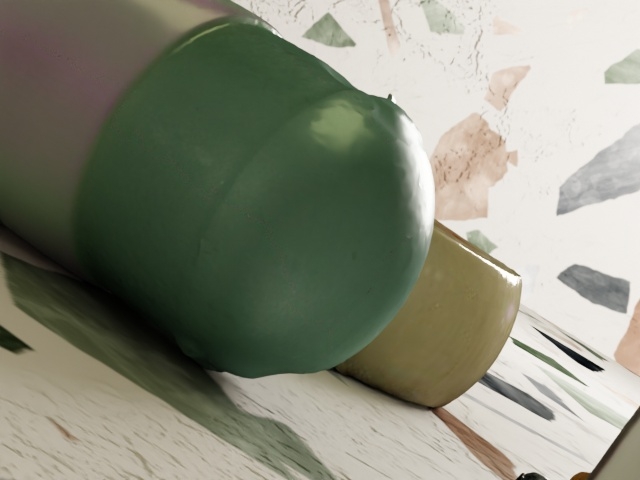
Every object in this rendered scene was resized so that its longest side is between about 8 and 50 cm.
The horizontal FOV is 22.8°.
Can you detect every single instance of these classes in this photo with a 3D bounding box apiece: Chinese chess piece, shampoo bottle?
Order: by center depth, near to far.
[{"bbox_3d":[-0.100,-0.063,0.761,0.349,0.151,0.222,35,4,27],"label":"shampoo bottle"},{"bbox_3d":[0.000,0.000,1.008,0.273,0.102,0.273,30,5,-3],"label":"Chinese chess piece"}]

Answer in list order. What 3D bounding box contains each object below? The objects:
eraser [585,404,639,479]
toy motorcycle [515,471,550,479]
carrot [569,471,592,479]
[{"bbox_3d":[0.195,0.150,0.715,0.225,0.095,0.052,28,10,-40],"label":"eraser"},{"bbox_3d":[0.143,0.148,0.334,0.239,0.108,0.204,27,7,-40],"label":"toy motorcycle"},{"bbox_3d":[0.212,0.179,0.880,0.191,0.047,0.047,27,2,33],"label":"carrot"}]
